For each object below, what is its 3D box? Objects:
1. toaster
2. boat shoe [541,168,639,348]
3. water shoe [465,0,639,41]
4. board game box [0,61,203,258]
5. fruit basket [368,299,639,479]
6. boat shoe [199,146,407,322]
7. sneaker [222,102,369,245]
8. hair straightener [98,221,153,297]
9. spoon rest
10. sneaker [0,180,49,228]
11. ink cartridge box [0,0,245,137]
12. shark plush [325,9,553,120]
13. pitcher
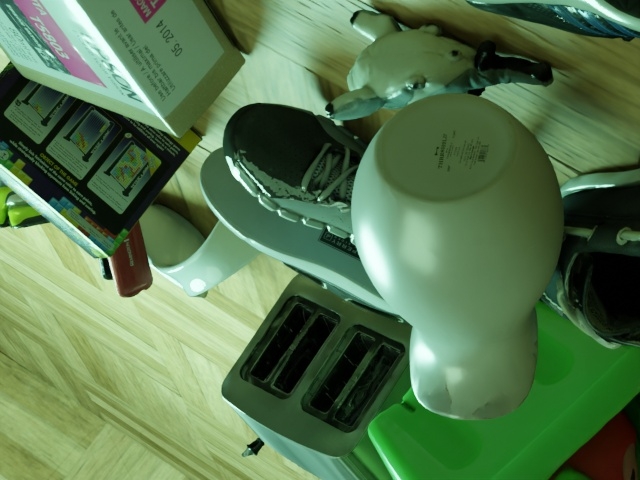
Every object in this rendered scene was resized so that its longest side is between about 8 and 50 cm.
[{"bbox_3d":[0.018,0.135,1.456,0.168,0.185,0.110,24,163,37],"label":"toaster"},{"bbox_3d":[0.190,0.017,0.977,0.114,0.091,0.302,37,162,-1],"label":"boat shoe"},{"bbox_3d":[0.149,-0.131,0.756,0.203,0.072,0.080,19,-178,43],"label":"water shoe"},{"bbox_3d":[-0.211,-0.091,1.382,0.170,0.141,0.048,43,160,-18],"label":"board game box"},{"bbox_3d":[0.230,0.272,1.225,0.392,0.283,0.392,47,172,9],"label":"fruit basket"},{"bbox_3d":[0.000,0.000,1.336,0.229,0.080,0.076,26,160,8],"label":"boat shoe"},{"bbox_3d":[0.047,-0.039,1.146,0.229,0.086,0.132,31,160,-18],"label":"sneaker"},{"bbox_3d":[-0.221,-0.057,1.540,0.089,0.047,0.230,37,149,53],"label":"hair straightener"},{"bbox_3d":[-0.144,0.012,1.614,0.137,0.084,0.276,43,161,-18],"label":"spoon rest"},{"bbox_3d":[-0.298,-0.092,1.629,0.300,0.111,0.121,-153,60,-69],"label":"sneaker"},{"bbox_3d":[-0.190,-0.198,1.163,0.193,0.088,0.234,24,158,39],"label":"ink cartridge box"},{"bbox_3d":[0.076,-0.110,0.990,0.161,0.073,0.067,-12,153,41],"label":"shark plush"},{"bbox_3d":[0.092,-0.013,0.995,0.126,0.177,0.207,1,144,13],"label":"pitcher"}]
